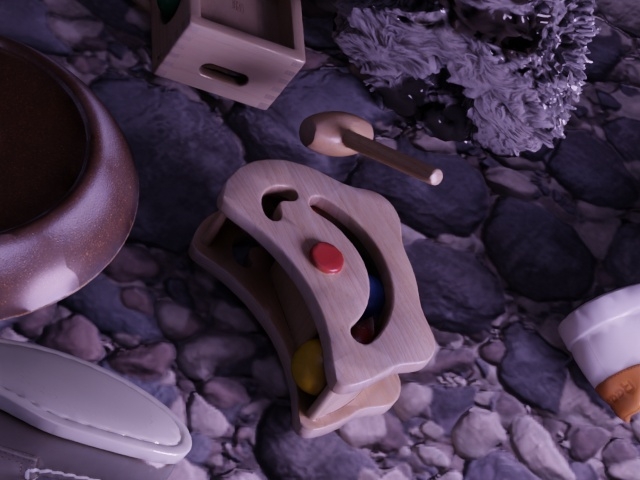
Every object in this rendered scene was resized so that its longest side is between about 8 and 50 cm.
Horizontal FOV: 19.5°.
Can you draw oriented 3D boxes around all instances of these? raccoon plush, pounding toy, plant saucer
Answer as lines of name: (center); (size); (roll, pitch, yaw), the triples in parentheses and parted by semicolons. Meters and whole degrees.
raccoon plush: (0.205, -0.257, 1.568); (0.216, 0.446, 0.299); (37, 66, -15)
pounding toy: (-0.101, -0.192, 1.601); (0.141, 0.100, 0.130); (16, 48, -26)
pounding toy: (0.000, 0.000, 1.437); (0.154, 0.155, 0.269); (4, 52, -27)
plant saucer: (-0.289, -0.068, 1.407); (0.310, 0.050, 0.311); (8, 45, -8)

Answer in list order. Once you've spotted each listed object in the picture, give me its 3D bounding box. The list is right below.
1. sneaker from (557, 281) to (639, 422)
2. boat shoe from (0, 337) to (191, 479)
sneaker: (0.344, 0.081, 1.574); (0.290, 0.106, 0.123); (-17, 68, -23)
boat shoe: (-0.242, 0.119, 1.280); (0.305, 0.091, 0.109); (18, 17, -11)
